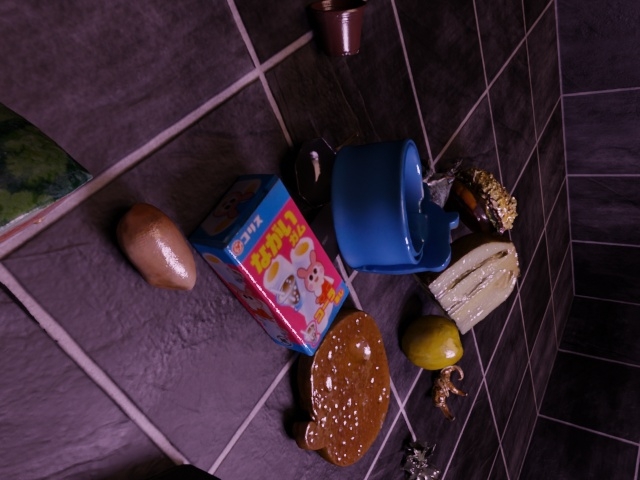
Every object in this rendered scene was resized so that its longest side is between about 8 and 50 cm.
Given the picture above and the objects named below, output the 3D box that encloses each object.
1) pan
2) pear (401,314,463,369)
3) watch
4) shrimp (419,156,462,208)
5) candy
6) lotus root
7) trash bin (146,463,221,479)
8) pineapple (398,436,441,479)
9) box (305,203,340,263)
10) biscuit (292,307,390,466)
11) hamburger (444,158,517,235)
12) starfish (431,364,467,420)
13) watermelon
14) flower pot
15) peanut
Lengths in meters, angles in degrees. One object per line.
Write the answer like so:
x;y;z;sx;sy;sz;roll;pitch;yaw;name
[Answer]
0.005;-0.141;0.921;0.202;0.048;0.128;-24;115;-46;pan
0.305;0.278;1.279;0.149;0.162;0.148;-8;90;-66;pear
0.133;-0.094;0.907;0.274;0.241;0.305;42;46;-60;watch
0.239;-0.127;1.139;0.372;0.137;0.172;-53;149;-31;shrimp
-0.074;0.049;0.811;0.157;0.100;0.306;-57;135;-28;candy
0.411;0.081;1.310;0.260;0.149;0.267;-42;128;0;lotus root
-0.223;0.471;0.670;0.165;0.115;0.225;1;93;-52;trash bin
0.301;0.700;1.377;0.125;0.125;0.251;-33;115;-45;pineapple
0.000;0.000;0.957;0.126;0.027;0.125;-57;137;-32;box
0.046;0.335;1.032;0.314;0.063;0.367;-36;123;-40;biscuit
0.469;-0.121;1.373;0.139;0.243;0.261;-37;135;3;hamburger
0.401;0.490;1.490;0.190;0.074;0.146;-24;112;-48;starfish
-0.343;-0.021;0.400;0.213;0.262;0.201;-46;156;-42;watermelon
0.035;-0.404;0.893;0.111;0.111;0.089;-44;143;-39;flower pot
-0.220;0.016;0.639;0.076;0.076;0.152;-51;135;-35;peanut
